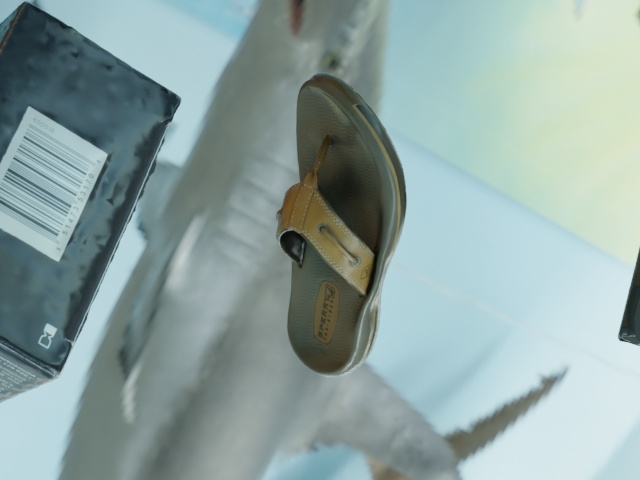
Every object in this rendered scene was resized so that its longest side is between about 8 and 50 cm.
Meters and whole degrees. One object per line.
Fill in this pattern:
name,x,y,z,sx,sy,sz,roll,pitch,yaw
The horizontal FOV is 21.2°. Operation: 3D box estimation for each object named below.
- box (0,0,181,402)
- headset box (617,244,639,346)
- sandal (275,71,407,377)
box,-0.164,-0.006,0.822,0.158,0.093,0.156,-26,-143,54
headset box,0.402,-0.003,1.418,0.131,0.246,0.283,94,18,-44
sandal,0.000,0.000,1.102,0.060,0.090,0.219,-25,136,-41
